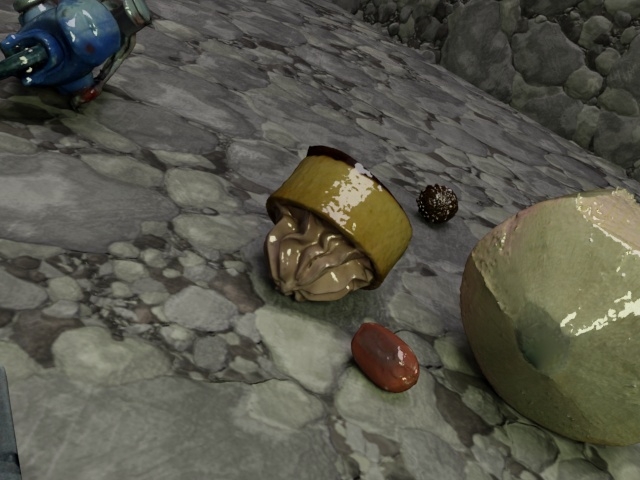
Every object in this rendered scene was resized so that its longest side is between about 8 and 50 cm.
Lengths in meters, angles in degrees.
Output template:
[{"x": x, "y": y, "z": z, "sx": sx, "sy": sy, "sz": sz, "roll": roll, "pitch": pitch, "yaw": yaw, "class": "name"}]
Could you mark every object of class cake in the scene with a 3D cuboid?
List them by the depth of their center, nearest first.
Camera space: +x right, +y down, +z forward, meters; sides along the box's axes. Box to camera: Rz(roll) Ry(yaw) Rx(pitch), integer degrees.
[{"x": 0.000, "y": 0.000, "z": 0.909, "sx": 0.208, "sy": 0.178, "sz": 0.185, "roll": 31, "pitch": -18, "yaw": 51, "class": "cake"}]

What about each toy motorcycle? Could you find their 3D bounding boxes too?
[{"x": -0.399, "y": -0.340, "z": 1.110, "sx": 0.182, "sy": 0.241, "sz": 0.319, "roll": 36, "pitch": 9, "yaw": -19, "class": "toy motorcycle"}]

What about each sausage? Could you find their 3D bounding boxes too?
[{"x": 0.075, "y": 0.136, "z": 0.804, "sx": 0.059, "sy": 0.054, "sz": 0.094, "roll": -37, "pitch": 51, "yaw": -15, "class": "sausage"}]

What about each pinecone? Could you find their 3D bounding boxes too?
[{"x": 0.222, "y": -0.066, "z": 1.297, "sx": 0.077, "sy": 0.077, "sz": 0.083, "roll": 39, "pitch": 4, "yaw": 30, "class": "pinecone"}]

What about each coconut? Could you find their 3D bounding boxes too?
[{"x": 0.331, "y": 0.086, "z": 0.850, "sx": 0.297, "sy": 0.297, "sz": 0.310, "roll": 35, "pitch": 28, "yaw": 23, "class": "coconut"}]

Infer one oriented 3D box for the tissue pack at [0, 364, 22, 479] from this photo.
[{"x": -0.280, "y": 0.155, "z": 0.495, "sx": 0.112, "sy": 0.051, "sz": 0.156, "roll": 6, "pitch": 31, "yaw": -34, "class": "tissue pack"}]
